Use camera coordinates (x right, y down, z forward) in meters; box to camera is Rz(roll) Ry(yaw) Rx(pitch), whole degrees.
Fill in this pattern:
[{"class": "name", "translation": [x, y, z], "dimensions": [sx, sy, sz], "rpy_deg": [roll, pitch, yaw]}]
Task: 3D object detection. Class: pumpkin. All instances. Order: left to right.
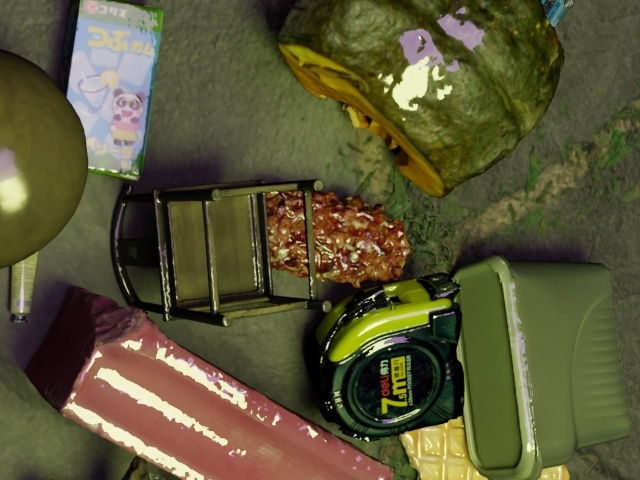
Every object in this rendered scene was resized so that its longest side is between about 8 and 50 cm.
[{"class": "pumpkin", "translation": [0.119, -0.211, 1.500], "dimensions": [0.303, 0.256, 0.225], "rpy_deg": [37, 81, -5]}]

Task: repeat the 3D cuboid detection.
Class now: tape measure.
[{"class": "tape measure", "translation": [0.075, 0.136, 1.559], "dimensions": [0.186, 0.112, 0.199], "rpy_deg": [-12, 115, -14]}]

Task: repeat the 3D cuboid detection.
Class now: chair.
[{"class": "chair", "translation": [-0.112, 0.011, 1.414], "dimensions": [0.141, 0.260, 0.154], "rpy_deg": [-6, 95, -29]}]

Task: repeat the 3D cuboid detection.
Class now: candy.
[{"class": "candy", "translation": [-0.236, -0.168, 1.453], "dimensions": [0.097, 0.062, 0.194], "rpy_deg": [8, 89, -22]}]

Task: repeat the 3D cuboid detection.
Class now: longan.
[{"class": "longan", "translation": [-0.355, -0.072, 1.320], "dimensions": [0.248, 0.248, 0.248], "rpy_deg": [-1, 93, -23]}]

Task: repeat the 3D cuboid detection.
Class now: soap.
[{"class": "soap", "translation": [-0.123, 0.193, 1.426], "dimensions": [0.359, 0.233, 0.128], "rpy_deg": [33, 82, -21]}]

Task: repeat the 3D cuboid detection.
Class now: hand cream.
[{"class": "hand cream", "translation": [-0.325, 0.040, 1.449], "dimensions": [0.035, 0.022, 0.102], "rpy_deg": [6, 85, -23]}]

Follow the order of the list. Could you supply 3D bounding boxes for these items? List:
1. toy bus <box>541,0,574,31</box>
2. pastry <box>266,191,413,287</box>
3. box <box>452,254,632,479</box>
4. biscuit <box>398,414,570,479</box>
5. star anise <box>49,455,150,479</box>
[{"class": "toy bus", "translation": [0.284, -0.289, 1.680], "dimensions": [0.046, 0.038, 0.083], "rpy_deg": [35, 78, -17]}, {"class": "pastry", "translation": [0.000, -0.002, 1.540], "dimensions": [0.208, 0.097, 0.115], "rpy_deg": [9, 77, -26]}, {"class": "box", "translation": [0.276, 0.154, 1.628], "dimensions": [0.178, 0.138, 0.274], "rpy_deg": [-3, 82, -27]}, {"class": "biscuit", "translation": [0.233, 0.336, 1.687], "dimensions": [0.204, 0.040, 0.309], "rpy_deg": [-27, 103, -20]}, {"class": "star anise", "translation": [-0.210, 0.353, 1.420], "dimensions": [0.236, 0.109, 0.223], "rpy_deg": [-14, 114, -1]}]
